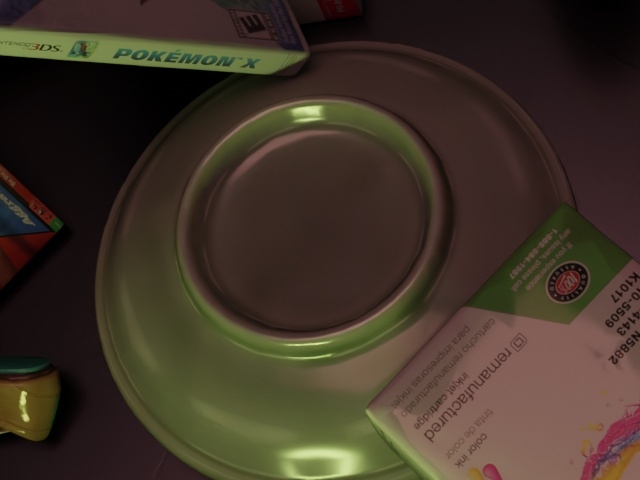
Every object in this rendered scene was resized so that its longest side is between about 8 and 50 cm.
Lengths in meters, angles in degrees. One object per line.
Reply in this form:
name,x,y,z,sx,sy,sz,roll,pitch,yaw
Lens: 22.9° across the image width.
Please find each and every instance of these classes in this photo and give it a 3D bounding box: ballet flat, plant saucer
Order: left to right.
ballet flat,-0.326,0.127,1.308,0.232,0.080,0.073,6,103,17
plant saucer,0.000,0.000,1.239,0.400,0.100,0.400,-6,65,12

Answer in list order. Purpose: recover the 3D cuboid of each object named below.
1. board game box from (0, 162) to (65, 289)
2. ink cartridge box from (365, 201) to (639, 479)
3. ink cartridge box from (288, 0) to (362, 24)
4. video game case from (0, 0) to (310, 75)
board game box,-0.364,-0.059,1.310,0.145,0.027,0.281,-46,107,-3
ink cartridge box,0.202,0.145,1.052,0.278,0.117,0.201,42,83,21
ink cartridge box,-0.044,-0.245,1.368,0.150,0.063,0.109,-7,71,10
video game case,-0.185,-0.274,1.243,0.036,0.300,0.329,-46,57,41
